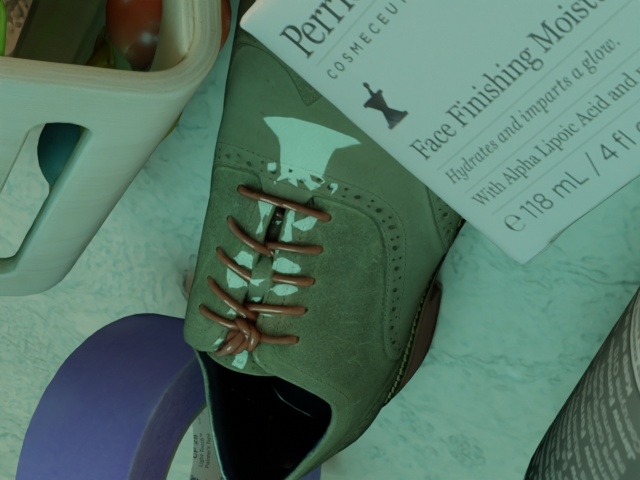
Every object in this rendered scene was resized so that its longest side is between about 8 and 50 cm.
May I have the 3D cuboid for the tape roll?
[{"bbox_3d":[-0.083,0.140,0.818,0.080,0.189,0.189,7,133,33],"label":"tape roll"}]

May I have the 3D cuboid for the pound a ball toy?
[{"bbox_3d":[-0.123,-0.116,0.639,0.136,0.208,0.319,4,160,-22],"label":"pound a ball toy"}]

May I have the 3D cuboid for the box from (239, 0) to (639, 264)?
[{"bbox_3d":[0.098,-0.119,0.407,0.119,0.182,0.181,40,143,-5],"label":"box"}]

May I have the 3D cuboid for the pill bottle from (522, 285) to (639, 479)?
[{"bbox_3d":[0.178,0.103,0.595,0.161,0.161,0.283,30,143,9],"label":"pill bottle"}]

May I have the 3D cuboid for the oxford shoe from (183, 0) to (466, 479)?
[{"bbox_3d":[0.000,0.000,0.652,0.123,0.130,0.348,21,140,20],"label":"oxford shoe"}]
